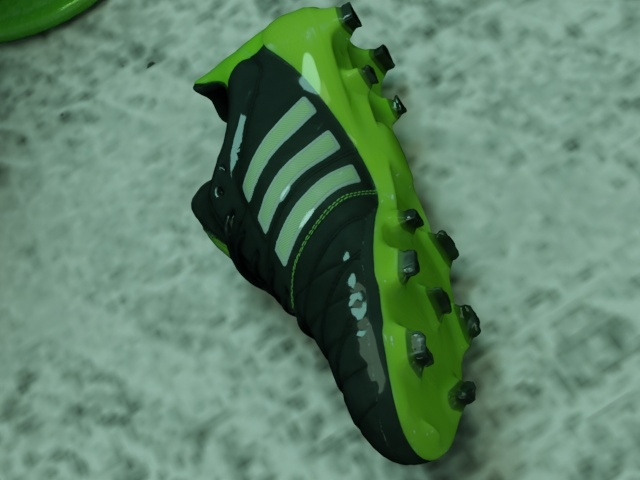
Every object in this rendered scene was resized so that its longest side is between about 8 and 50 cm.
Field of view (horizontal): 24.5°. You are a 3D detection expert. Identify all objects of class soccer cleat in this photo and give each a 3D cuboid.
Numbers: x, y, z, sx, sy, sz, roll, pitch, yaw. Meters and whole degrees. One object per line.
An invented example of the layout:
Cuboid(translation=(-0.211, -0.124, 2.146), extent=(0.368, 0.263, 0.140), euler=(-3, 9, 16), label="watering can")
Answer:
Cuboid(translation=(0.000, 0.000, 0.460), extent=(0.072, 0.060, 0.179), euler=(-28, 47, 17), label="soccer cleat")

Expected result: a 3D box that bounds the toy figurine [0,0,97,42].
Cuboid(translation=(-0.139, -0.192, 0.566), extent=(0.130, 0.159, 0.173), euler=(8, 63, 26), label="toy figurine")
